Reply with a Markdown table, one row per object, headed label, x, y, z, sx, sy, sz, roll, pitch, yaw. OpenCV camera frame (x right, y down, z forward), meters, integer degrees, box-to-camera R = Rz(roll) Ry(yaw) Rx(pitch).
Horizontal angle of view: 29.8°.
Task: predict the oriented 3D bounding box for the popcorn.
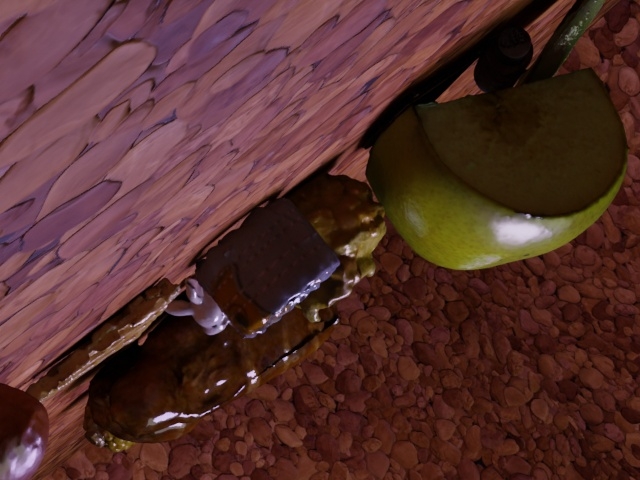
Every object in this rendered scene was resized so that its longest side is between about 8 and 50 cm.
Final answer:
| label | x | y | z | sx | sy | sz | roll | pitch | yaw |
| --- | --- | --- | --- | --- | --- | --- | --- | --- | --- |
| popcorn | 0.003 | 0.004 | 1.596 | 0.197 | 0.155 | 0.197 | -50 | -178 | 3 |

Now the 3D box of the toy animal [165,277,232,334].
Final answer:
| label | x | y | z | sx | sy | sz | roll | pitch | yaw |
| --- | --- | --- | --- | --- | --- | --- | --- | --- | --- |
| toy animal | -0.135 | 0.082 | 1.594 | 0.071 | 0.085 | 0.124 | -42 | 173 | 35 |

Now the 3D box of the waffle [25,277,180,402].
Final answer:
| label | x | y | z | sx | sy | sz | roll | pitch | yaw |
| --- | --- | --- | --- | --- | --- | --- | --- | --- | --- |
| waffle | -0.245 | 0.116 | 1.319 | 0.125 | 0.032 | 0.191 | -40 | 179 | 41 |

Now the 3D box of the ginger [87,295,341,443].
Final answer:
| label | x | y | z | sx | sy | sz | roll | pitch | yaw |
| --- | --- | --- | --- | --- | --- | --- | --- | --- | --- |
| ginger | -0.159 | 0.159 | 1.743 | 0.418 | 0.176 | 0.254 | -35 | -177 | -30 |

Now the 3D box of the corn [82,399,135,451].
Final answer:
| label | x | y | z | sx | sy | sz | roll | pitch | yaw |
| --- | --- | --- | --- | --- | --- | --- | --- | --- | --- |
| corn | -0.249 | 0.215 | 1.995 | 0.363 | 0.120 | 0.120 | -43 | 179 | -33 |

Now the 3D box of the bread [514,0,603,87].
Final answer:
| label | x | y | z | sx | sy | sz | roll | pitch | yaw |
| --- | --- | --- | --- | --- | --- | --- | --- | --- | --- |
| bread | 0.365 | -0.310 | 1.760 | 0.301 | 0.045 | 0.301 | -57 | 177 | -4 |

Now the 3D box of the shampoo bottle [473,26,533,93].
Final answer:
| label | x | y | z | sx | sy | sz | roll | pitch | yaw |
| --- | --- | --- | --- | --- | --- | --- | --- | --- | --- |
| shampoo bottle | 0.258 | -0.253 | 1.686 | 0.072 | 0.072 | 0.214 | -40 | 176 | -1 |

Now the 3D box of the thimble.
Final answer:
| label | x | y | z | sx | sy | sz | roll | pitch | yaw |
| --- | --- | --- | --- | --- | --- | --- | --- | --- | --- |
| thimble | -0.066 | 0.032 | 1.452 | 0.151 | 0.118 | 0.127 | -38 | 176 | -28 |

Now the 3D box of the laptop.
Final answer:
| label | x | y | z | sx | sy | sz | roll | pitch | yaw |
| --- | --- | --- | --- | --- | --- | --- | --- | --- | --- |
| laptop | 0.138 | -0.193 | 1.621 | 0.180 | 0.016 | 0.129 | -36 | 175 | -41 |

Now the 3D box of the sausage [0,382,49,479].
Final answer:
| label | x | y | z | sx | sy | sz | roll | pitch | yaw |
| --- | --- | --- | --- | --- | --- | --- | --- | --- | --- |
| sausage | -0.305 | 0.191 | 1.001 | 0.113 | 0.113 | 0.259 | -37 | 177 | -43 |

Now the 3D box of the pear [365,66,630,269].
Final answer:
| label | x | y | z | sx | sy | sz | roll | pitch | yaw |
| --- | --- | --- | --- | --- | --- | --- | --- | --- | --- |
| pear | 0.220 | -0.066 | 1.645 | 0.342 | 0.238 | 0.318 | -15 | 165 | -30 |
